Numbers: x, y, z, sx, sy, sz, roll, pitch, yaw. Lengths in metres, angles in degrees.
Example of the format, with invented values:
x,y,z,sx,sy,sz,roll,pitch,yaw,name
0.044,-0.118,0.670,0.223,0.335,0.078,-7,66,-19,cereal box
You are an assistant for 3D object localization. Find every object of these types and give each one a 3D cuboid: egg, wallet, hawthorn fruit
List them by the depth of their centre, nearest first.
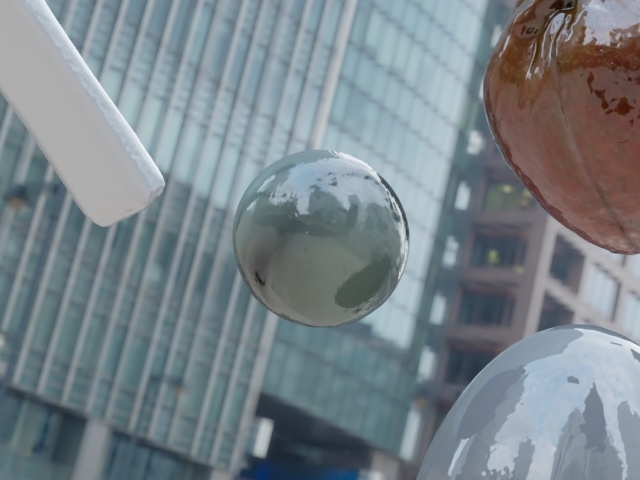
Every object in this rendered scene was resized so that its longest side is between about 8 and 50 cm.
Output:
x,y,z,sx,sy,sz,roll,pitch,yaw,name
0.133,0.160,0.909,0.176,0.231,0.176,4,-11,1,egg
-0.168,-0.095,1.032,0.190,0.033,0.095,55,-31,-7,wallet
0.269,-0.123,1.400,0.261,0.258,0.258,58,-21,1,hawthorn fruit

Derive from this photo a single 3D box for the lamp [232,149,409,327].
x,y,z,sx,sy,sz,roll,pitch,yaw,name
0.000,0.000,0.962,0.105,0.105,0.105,13,-16,4,lamp
